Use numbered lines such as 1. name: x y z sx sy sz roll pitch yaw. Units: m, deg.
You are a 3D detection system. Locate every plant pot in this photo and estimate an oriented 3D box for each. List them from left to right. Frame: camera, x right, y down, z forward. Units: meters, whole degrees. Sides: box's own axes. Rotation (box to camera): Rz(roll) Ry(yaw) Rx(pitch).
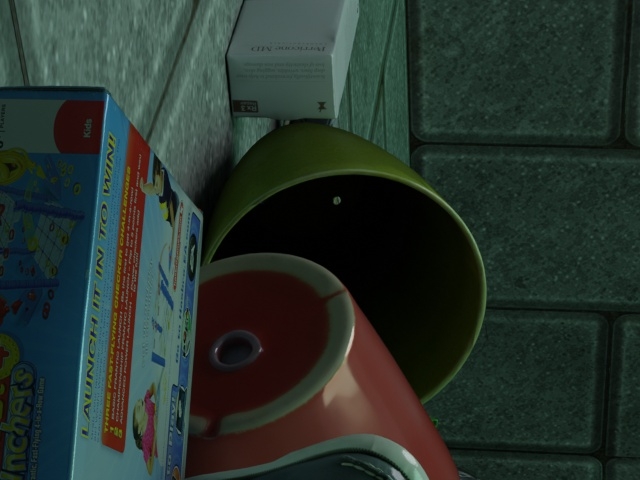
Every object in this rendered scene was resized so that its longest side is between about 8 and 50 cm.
1. plant pot: -0.039 0.161 1.411 0.275 0.275 0.243 -81 160 -44
2. plant pot: 0.000 0.000 1.721 0.293 0.275 0.274 -108 -165 -64

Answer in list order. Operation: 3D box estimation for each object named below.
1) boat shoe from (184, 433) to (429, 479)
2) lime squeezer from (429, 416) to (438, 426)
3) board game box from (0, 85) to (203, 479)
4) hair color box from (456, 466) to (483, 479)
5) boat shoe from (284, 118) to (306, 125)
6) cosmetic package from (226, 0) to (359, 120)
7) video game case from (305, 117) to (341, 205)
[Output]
1. boat shoe: -0.064 0.231 1.217 0.116 0.319 0.099 53 36 -12
2. lime squeezer: 0.045 0.321 2.636 0.310 0.110 0.059 -22 136 -49
3. board game box: -0.153 0.093 1.096 0.302 0.086 0.308 62 31 -75
4. hair color box: 0.161 0.476 2.183 0.110 0.185 0.339 13 98 -49
5. boat shoe: -0.021 -0.172 2.212 0.049 0.042 0.133 79 13 -51
6. cosmetic package: -0.026 -0.226 1.876 0.231 0.117 0.085 -80 168 -54
7. video game case: -0.016 -0.003 2.136 0.275 0.035 0.248 86 17 -53
